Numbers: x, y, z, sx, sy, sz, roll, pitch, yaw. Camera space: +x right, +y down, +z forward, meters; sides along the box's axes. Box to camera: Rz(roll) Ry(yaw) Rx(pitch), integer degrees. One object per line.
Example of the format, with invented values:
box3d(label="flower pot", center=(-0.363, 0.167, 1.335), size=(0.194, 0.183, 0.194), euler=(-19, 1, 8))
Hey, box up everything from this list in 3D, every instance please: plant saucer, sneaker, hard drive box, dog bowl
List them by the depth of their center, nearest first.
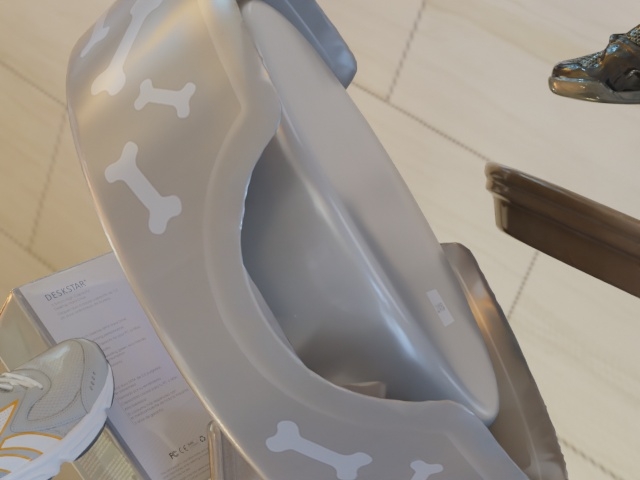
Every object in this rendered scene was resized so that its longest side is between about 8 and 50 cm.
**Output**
box3d(label="dog bowl", center=(0.000, 0.000, 0.630), size=(0.102, 0.349, 0.348), euler=(-30, 79, 12))
box3d(label="plant saucer", center=(0.220, 0.025, 0.733), size=(0.278, 0.278, 0.041), euler=(28, 96, 30))
box3d(label="sneaker", center=(-0.260, 0.137, 0.894), size=(0.099, 0.262, 0.121), euler=(1, 123, 37))
box3d(label="sneaker", center=(0.300, -0.182, 1.051), size=(0.227, 0.087, 0.130), euler=(0, 98, 48))
box3d(label="hard drive box", center=(-0.156, 0.125, 1.096), size=(0.232, 0.181, 0.089), euler=(52, 135, 15))

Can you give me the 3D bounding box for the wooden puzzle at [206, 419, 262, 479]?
box3d(label="wooden puzzle", center=(-0.005, 0.263, 1.046), size=(0.044, 0.239, 0.221), euler=(-15, 75, 44))
